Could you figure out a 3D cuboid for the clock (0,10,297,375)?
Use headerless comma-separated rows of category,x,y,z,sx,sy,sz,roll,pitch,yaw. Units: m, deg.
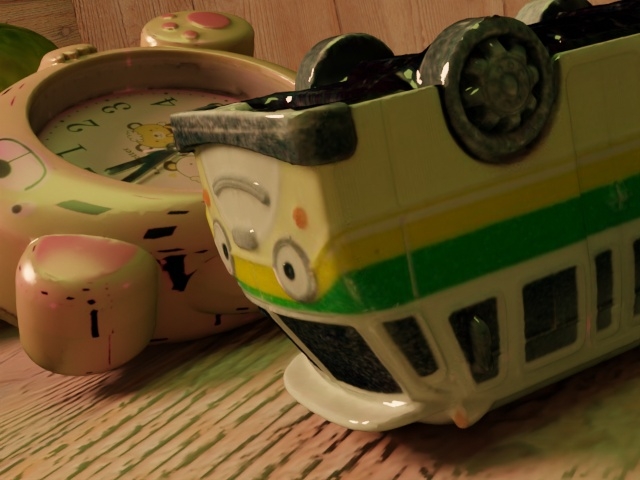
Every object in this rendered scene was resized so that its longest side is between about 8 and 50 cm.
clock,-0.104,-0.046,0.656,0.309,0.114,0.284,-25,47,-38

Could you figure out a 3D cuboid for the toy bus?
toy bus,0.091,-0.022,0.426,0.276,0.165,0.133,-18,14,-24

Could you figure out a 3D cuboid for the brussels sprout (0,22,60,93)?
brussels sprout,-0.318,-0.047,0.806,0.259,0.227,0.294,5,57,40
